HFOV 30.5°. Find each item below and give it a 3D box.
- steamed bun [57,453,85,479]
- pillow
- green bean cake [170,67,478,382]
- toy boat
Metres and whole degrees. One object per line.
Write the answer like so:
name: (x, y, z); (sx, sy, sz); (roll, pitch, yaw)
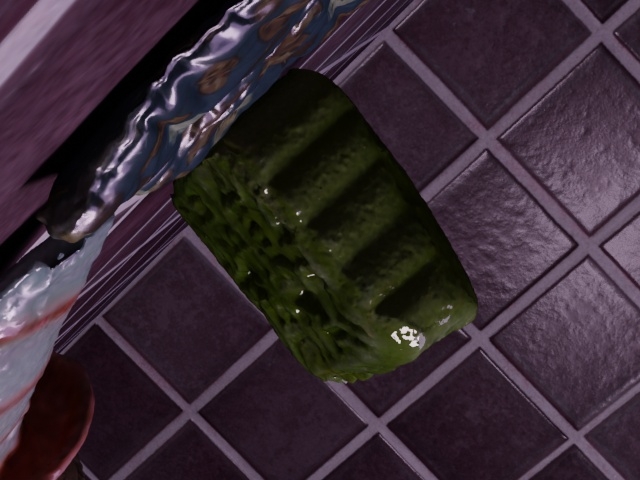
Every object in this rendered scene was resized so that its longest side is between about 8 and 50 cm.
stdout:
steamed bun: (-0.358, 0.302, 1.127); (0.252, 0.199, 0.301); (-57, -147, 22)
pillow: (-0.032, -0.088, 0.545); (0.189, 0.034, 0.255); (-46, -178, 9)
green bean cake: (0.000, 0.000, 0.948); (0.125, 0.248, 0.222); (-44, -175, -21)
toy boat: (-0.182, 0.085, 0.608); (0.206, 0.096, 0.282); (-26, 163, -42)
